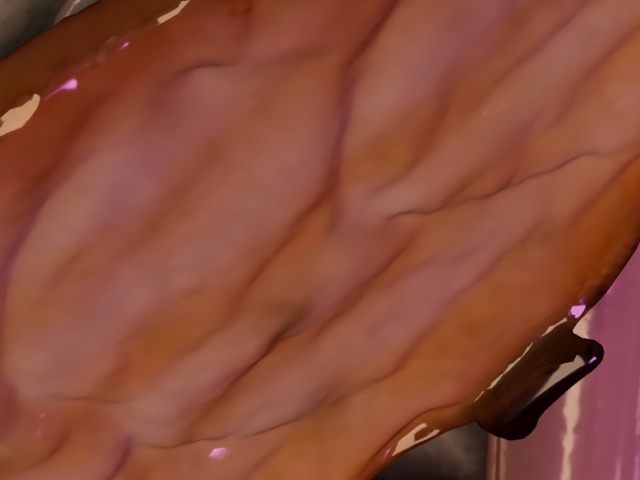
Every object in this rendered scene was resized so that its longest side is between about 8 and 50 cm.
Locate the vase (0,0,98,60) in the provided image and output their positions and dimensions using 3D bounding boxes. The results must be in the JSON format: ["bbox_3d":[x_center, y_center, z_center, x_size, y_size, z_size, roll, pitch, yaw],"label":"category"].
[{"bbox_3d":[-0.083,-0.158,0.381,0.250,0.250,0.445,43,116,-11],"label":"vase"}]

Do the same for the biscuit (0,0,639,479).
[{"bbox_3d":[-0.002,-0.003,0.424,0.260,0.041,0.203,-39,139,12],"label":"biscuit"}]

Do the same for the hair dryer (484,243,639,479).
[{"bbox_3d":[0.090,0.036,0.527,0.189,0.107,0.344,5,114,12],"label":"hair dryer"}]
